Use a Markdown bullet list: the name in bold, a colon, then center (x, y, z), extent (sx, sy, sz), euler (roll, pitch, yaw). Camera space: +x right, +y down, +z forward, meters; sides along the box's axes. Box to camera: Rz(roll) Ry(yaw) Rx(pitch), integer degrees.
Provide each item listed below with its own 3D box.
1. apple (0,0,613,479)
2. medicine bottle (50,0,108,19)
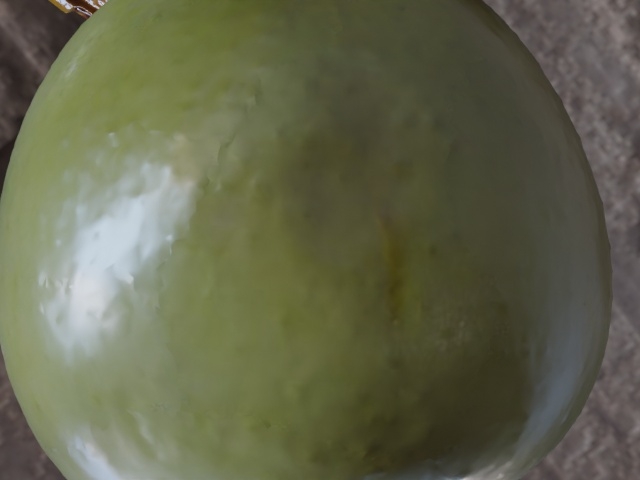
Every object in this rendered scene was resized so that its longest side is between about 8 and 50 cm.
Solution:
- **apple**: center (0.015, -0.003, 0.661), extent (0.295, 0.233, 0.258), euler (6, -102, -64)
- **medicine bottle**: center (-0.089, -0.248, 0.935), extent (0.112, 0.149, 0.222), euler (34, -123, -23)
